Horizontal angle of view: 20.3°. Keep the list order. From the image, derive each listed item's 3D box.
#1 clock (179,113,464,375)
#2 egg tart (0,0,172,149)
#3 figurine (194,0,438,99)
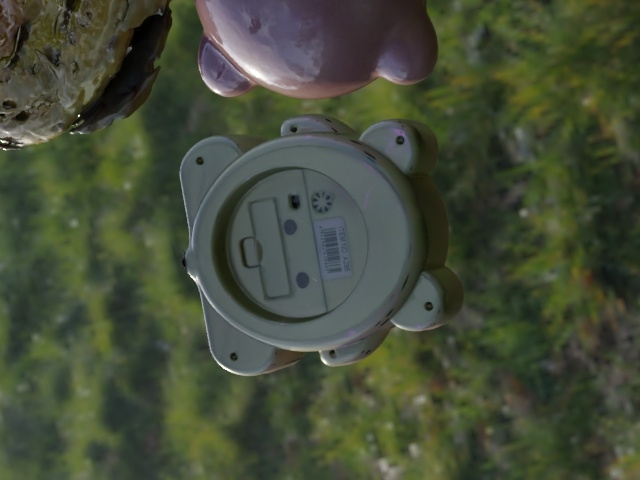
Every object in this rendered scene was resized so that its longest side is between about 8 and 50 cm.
[{"bbox_3d":[0.000,0.000,2.005,0.114,0.309,0.284,-5,-94,-62],"label":"clock"},{"bbox_3d":[-0.206,-0.213,1.369,0.132,0.297,0.297,-1,-110,-54],"label":"egg tart"},{"bbox_3d":[-0.006,-0.180,1.222,0.173,0.173,0.173,165,90,-82],"label":"figurine"}]
